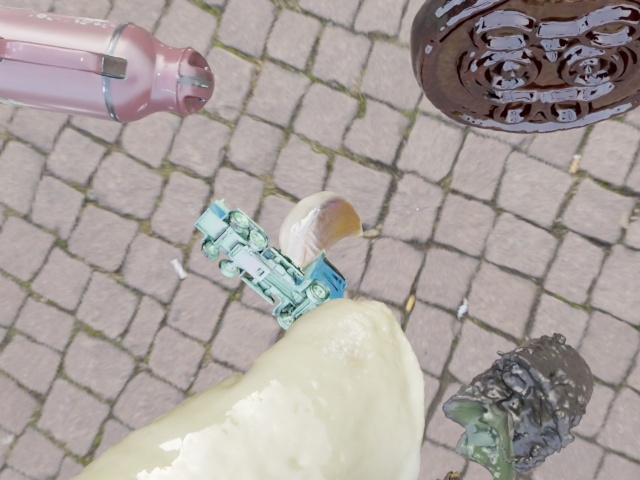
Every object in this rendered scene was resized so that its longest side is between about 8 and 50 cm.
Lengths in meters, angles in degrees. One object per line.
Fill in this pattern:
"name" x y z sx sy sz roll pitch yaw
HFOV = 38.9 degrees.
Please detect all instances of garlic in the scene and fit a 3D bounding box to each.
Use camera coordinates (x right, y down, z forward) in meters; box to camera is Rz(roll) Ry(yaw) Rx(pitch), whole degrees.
"garlic" -0.009 -0.001 1.542 0.090 0.198 0.128 -15 120 45

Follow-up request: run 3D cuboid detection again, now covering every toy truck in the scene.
"toy truck" -0.052 0.021 0.967 0.175 0.081 0.067 41 121 -9

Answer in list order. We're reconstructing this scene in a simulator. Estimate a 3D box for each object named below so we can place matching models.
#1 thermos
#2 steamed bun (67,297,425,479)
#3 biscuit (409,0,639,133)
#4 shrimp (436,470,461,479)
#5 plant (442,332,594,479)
"thermos" -0.278 -0.198 0.980 0.330 0.136 0.109 9 63 7
"steamed bun" -0.024 0.159 0.436 0.231 0.212 0.110 -35 52 -30
"biscuit" 0.332 -0.272 1.318 0.407 0.407 0.091 -3 67 6
"shrimp" 0.185 0.394 1.261 0.042 0.190 0.101 -17 120 17
"plant" 0.235 0.198 1.076 0.142 0.203 0.131 47 137 5
